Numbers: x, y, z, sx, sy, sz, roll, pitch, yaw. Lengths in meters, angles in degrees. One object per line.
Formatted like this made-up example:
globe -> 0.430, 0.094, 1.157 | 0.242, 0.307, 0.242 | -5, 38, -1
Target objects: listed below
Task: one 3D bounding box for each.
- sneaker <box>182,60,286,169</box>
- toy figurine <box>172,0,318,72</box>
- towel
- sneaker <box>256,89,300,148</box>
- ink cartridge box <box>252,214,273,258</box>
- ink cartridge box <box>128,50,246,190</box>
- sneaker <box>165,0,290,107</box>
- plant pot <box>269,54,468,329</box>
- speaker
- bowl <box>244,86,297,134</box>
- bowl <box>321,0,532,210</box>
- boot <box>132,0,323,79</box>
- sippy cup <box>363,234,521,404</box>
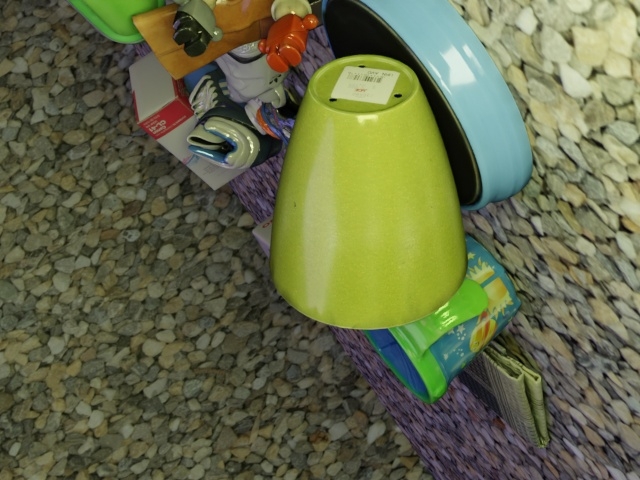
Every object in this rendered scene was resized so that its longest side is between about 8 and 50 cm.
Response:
sneaker -> -0.240, -0.284, 2.621 | 0.323, 0.130, 0.236 | 45, -148, 14
toy figurine -> -0.101, -0.359, 1.648 | 0.213, 0.210, 0.148 | 99, 178, -47
towel -> 0.312, 0.237, 2.291 | 0.312, 0.056, 0.324 | 41, 168, 34
sneaker -> -0.036, -0.217, 2.377 | 0.221, 0.083, 0.087 | 40, 135, 11
ink cartridge box -> 0.000, 0.000, 2.568 | 0.117, 0.201, 0.278 | 60, 169, -25
ink cartridge box -> -0.314, -0.299, 2.868 | 0.306, 0.131, 0.226 | 45, -159, -43
sneaker -> -0.187, -0.396, 2.309 | 0.366, 0.137, 0.210 | 42, 161, 39
plant pot -> 0.058, -0.083, 1.544 | 0.275, 0.275, 0.293 | 45, 151, 42
speaker -> -0.326, -0.392, 1.787 | 0.131, 0.131, 0.296 | 52, -178, 12
bowl -> -0.109, -0.277, 2.514 | 0.170, 0.080, 0.170 | 53, 169, 14
bowl -> 0.135, -0.208, 1.631 | 0.391, 0.077, 0.391 | 52, 170, 14
boot -> -0.150, -0.382, 1.778 | 0.264, 0.281, 0.096 | 62, -168, -58
sippy cup -> 0.200, 0.115, 1.969 | 0.305, 0.224, 0.240 | 40, 163, 55
